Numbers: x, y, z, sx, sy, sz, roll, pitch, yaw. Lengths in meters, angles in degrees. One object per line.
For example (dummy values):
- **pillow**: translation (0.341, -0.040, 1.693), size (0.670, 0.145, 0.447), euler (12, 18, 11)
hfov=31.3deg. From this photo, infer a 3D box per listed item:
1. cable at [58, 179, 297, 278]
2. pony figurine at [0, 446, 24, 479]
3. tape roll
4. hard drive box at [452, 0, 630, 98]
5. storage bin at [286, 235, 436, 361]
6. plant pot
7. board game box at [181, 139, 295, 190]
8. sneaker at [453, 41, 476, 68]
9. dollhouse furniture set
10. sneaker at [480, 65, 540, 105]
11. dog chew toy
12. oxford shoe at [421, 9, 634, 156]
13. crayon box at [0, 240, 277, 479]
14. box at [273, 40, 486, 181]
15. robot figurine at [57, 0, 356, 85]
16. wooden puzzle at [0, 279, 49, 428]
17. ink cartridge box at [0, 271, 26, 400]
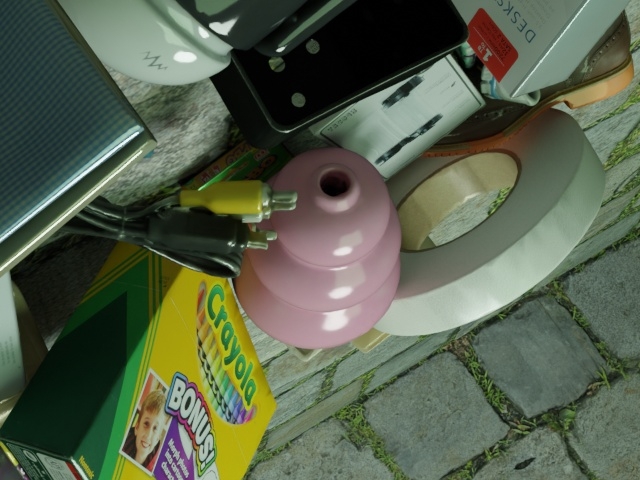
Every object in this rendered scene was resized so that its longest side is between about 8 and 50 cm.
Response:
- **cable**: translation (-0.171, -0.026, 1.129), size (0.287, 0.072, 0.139), euler (9, 151, -11)
- **pony figurine**: translation (-0.346, 0.324, 1.560), size (0.363, 0.303, 0.351), euler (-42, -168, 48)
- **tape roll**: translation (0.191, -0.031, 1.541), size (0.392, 0.072, 0.392), euler (-30, -154, 17)
- **hard drive box**: translation (0.218, -0.284, 1.110), size (0.089, 0.181, 0.232), euler (-23, 159, -34)
- **storage bin**: translation (0.076, 0.093, 1.981), size (0.260, 0.123, 0.262), euler (-41, 163, 18)
- **plant pot**: translation (-0.022, -0.181, 0.969), size (0.187, 0.188, 0.167), euler (-29, 176, -19)
- **board game box**: translation (-0.081, -0.065, 1.400), size (0.124, 0.039, 0.259), euler (-36, 166, 3)
- **sneaker**: translation (0.196, -0.251, 1.403), size (0.069, 0.038, 0.098), euler (-34, 164, 0)
- **dollhouse furniture set**: translation (-0.204, -0.121, 0.542), size (0.286, 0.303, 0.198), euler (-37, 164, 9)
- **sneaker**: translation (0.245, -0.243, 1.358), size (0.071, 0.083, 0.190), euler (-39, 143, -34)
- **dog chew toy**: translation (0.000, 0.000, 1.311), size (0.207, 0.206, 0.332), euler (-30, 164, -15)
- **oxford shoe**: translation (0.241, -0.221, 1.501), size (0.364, 0.130, 0.132), euler (-25, 130, -13)
- **crayon box**: translation (-0.190, 0.208, 1.331), size (0.363, 0.106, 0.313), euler (74, 34, -46)
- **box**: translation (0.076, -0.171, 1.312), size (0.169, 0.087, 0.290), euler (-38, 163, 11)
- **robot figurine**: translation (-0.061, -0.229, 0.757), size (0.278, 0.209, 0.173), euler (-39, -175, 13)
- **wooden puzzle**: translation (-0.463, 0.171, 1.267), size (0.322, 0.080, 0.348), euler (-30, 158, -16)
- **ink cartridge box**: translation (-0.433, 0.091, 1.002), size (0.330, 0.071, 0.324), euler (-22, 148, -25)
